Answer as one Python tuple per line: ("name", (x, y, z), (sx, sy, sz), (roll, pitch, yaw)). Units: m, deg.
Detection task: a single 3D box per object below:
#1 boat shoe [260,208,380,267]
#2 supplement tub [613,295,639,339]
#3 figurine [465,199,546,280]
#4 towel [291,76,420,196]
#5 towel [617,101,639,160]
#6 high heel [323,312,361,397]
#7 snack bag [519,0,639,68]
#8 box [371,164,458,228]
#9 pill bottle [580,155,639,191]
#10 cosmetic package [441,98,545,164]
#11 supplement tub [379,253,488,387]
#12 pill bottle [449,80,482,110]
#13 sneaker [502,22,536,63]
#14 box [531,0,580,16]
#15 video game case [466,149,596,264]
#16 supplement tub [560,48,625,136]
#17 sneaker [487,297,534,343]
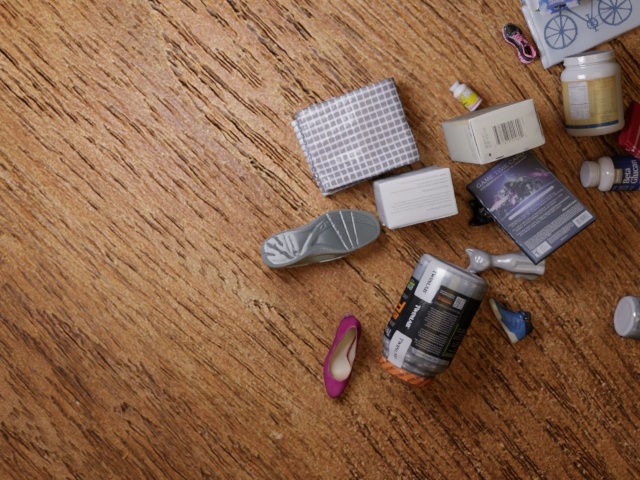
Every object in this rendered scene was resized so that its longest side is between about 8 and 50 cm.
("boat shoe", (0.000, 0.003, 1.890), (0.320, 0.103, 0.118), (-19, 79, -5))
("supplement tub", (0.909, 0.219, 1.939), (0.190, 0.117, 0.117), (9, 98, -4))
("figurine", (0.493, -0.002, 1.914), (0.210, 0.092, 0.214), (4, 99, 5))
("towel", (0.090, -0.263, 1.835), (0.284, 0.121, 0.235), (-21, 98, 1))
("towel", (0.891, -0.224, 1.862), (0.275, 0.031, 0.199), (39, 50, -7))
("high heel", (0.061, 0.319, 1.918), (0.082, 0.117, 0.244), (16, 97, -5))
("snack bag", (0.662, -0.662, 1.843), (0.323, 0.037, 0.342), (-25, 99, 1))
("box", (0.236, -0.114, 1.831), (0.182, 0.181, 0.119), (-13, 99, -1))
("pill bottle", (0.780, -0.176, 1.887), (0.169, 0.094, 0.094), (-2, 98, -2))
("cosmetic package", (0.412, -0.264, 1.753), (0.160, 0.309, 0.113), (-18, 99, -1))
("supplement tub", (0.287, 0.210, 1.874), (0.194, 0.193, 0.316), (25, 96, -6))
("pill bottle", (0.377, -0.378, 1.868), (0.083, 0.043, 0.043), (39, 95, -6))
("sneaker", (0.517, -0.513, 1.848), (0.047, 0.057, 0.119), (-39, 97, 5))
("box", (0.574, -0.660, 1.797), (0.109, 0.042, 0.178), (-18, 99, 0))
("video game case", (0.540, -0.097, 1.850), (0.196, 0.026, 0.274), (-36, 68, -4))
("supplement tub", (0.690, -0.374, 1.821), (0.144, 0.144, 0.199), (-11, 105, -1))
("sneaker", (0.523, 0.201, 1.948), (0.085, 0.058, 0.152), (-33, 102, 8))
